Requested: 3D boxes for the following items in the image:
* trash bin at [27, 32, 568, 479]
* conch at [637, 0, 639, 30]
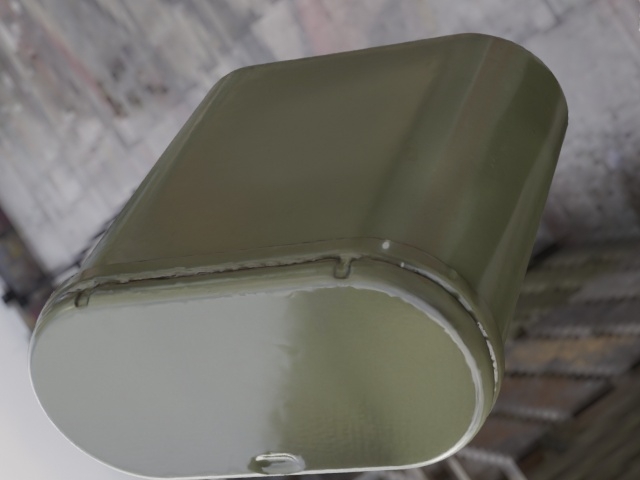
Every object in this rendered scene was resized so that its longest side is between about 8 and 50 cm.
[{"bbox_3d":[0.000,0.000,0.976,0.247,0.243,0.121,-63,-40,-49],"label":"trash bin"},{"bbox_3d":[0.275,-0.158,1.010,0.313,0.240,0.186,-87,-11,-79],"label":"conch"}]
